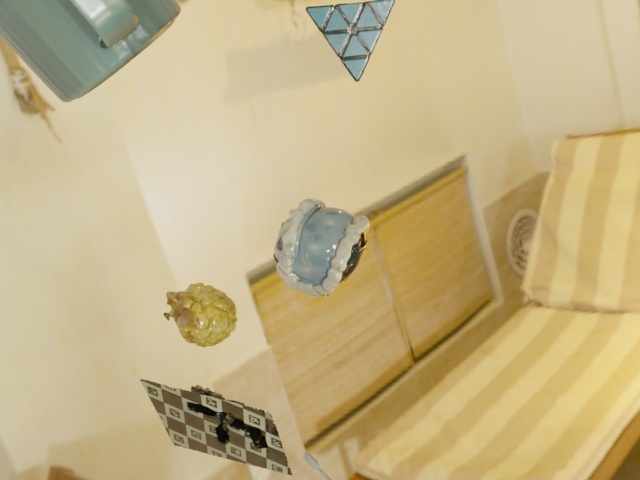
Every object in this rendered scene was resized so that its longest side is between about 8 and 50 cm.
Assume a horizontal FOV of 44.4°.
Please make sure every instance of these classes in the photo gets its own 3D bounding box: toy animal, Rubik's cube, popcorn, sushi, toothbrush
[{"bbox_3d":[0.000,0.000,1.736,0.204,0.156,0.208,23,55,15],"label":"toy animal"},{"bbox_3d":[0.081,-0.461,1.902,0.212,0.178,0.190,-6,-7,2],"label":"Rubik's cube"},{"bbox_3d":[-0.293,0.179,1.917,0.170,0.179,0.180,-23,15,-8],"label":"popcorn"},{"bbox_3d":[-0.180,0.329,1.442,0.280,0.192,0.043,6,40,28],"label":"sushi"},{"bbox_3d":[0.037,0.346,1.052,0.011,0.167,0.014,-47,-7,5],"label":"toothbrush"}]

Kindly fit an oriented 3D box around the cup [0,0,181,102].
[{"bbox_3d":[-0.375,-0.404,1.160,0.331,0.311,0.256,-12,35,47],"label":"cup"}]

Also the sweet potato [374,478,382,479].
[{"bbox_3d":[0.217,0.582,1.522,0.072,0.314,0.066,-44,-8,39],"label":"sweet potato"}]
